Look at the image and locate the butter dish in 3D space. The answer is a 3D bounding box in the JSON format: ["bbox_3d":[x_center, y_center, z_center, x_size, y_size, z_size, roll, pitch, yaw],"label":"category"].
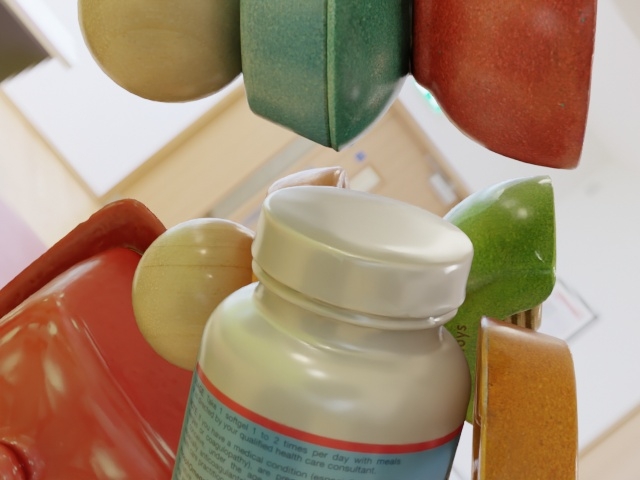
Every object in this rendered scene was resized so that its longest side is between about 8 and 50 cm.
[{"bbox_3d":[-0.110,0.087,0.609,0.160,0.160,0.118,56,24,6],"label":"butter dish"}]

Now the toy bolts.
[{"bbox_3d":[0.000,0.000,0.464,0.218,0.158,0.229,-80,171,-58],"label":"toy bolts"}]

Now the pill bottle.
[{"bbox_3d":[-0.002,0.068,0.456,0.087,0.160,0.087,12,19,-4],"label":"pill bottle"}]
